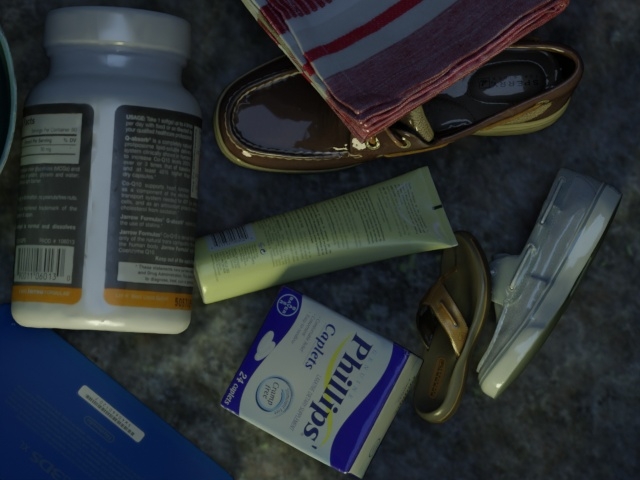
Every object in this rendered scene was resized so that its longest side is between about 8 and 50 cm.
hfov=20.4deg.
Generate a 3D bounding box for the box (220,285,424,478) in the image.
[{"bbox_3d":[0.002,0.128,1.604,0.137,0.072,0.126,26,85,16],"label":"box"}]

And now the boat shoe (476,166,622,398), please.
[{"bbox_3d":[0.195,0.036,1.649,0.081,0.079,0.227,30,84,13],"label":"boat shoe"}]

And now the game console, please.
[{"bbox_3d":[-0.268,0.252,1.616,0.293,0.173,0.250,40,53,-2],"label":"game console"}]

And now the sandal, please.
[{"bbox_3d":[0.112,0.078,1.632,0.049,0.072,0.180,14,90,-32],"label":"sandal"}]

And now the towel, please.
[{"bbox_3d":[0.034,-0.268,1.599,0.237,0.037,0.329,-35,68,-12],"label":"towel"}]

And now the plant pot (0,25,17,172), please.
[{"bbox_3d":[-0.403,-0.109,1.539,0.293,0.196,0.293,0,86,-5],"label":"plant pot"}]

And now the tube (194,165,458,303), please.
[{"bbox_3d":[0.000,0.000,1.637,0.240,0.062,0.070,-16,100,-6],"label":"tube"}]

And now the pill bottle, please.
[{"bbox_3d":[-0.186,-0.058,1.572,0.162,0.162,0.278,4,86,-5],"label":"pill bottle"}]

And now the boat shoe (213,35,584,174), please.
[{"bbox_3d":[0.073,-0.133,1.617,0.342,0.123,0.123,-5,87,-5],"label":"boat shoe"}]
